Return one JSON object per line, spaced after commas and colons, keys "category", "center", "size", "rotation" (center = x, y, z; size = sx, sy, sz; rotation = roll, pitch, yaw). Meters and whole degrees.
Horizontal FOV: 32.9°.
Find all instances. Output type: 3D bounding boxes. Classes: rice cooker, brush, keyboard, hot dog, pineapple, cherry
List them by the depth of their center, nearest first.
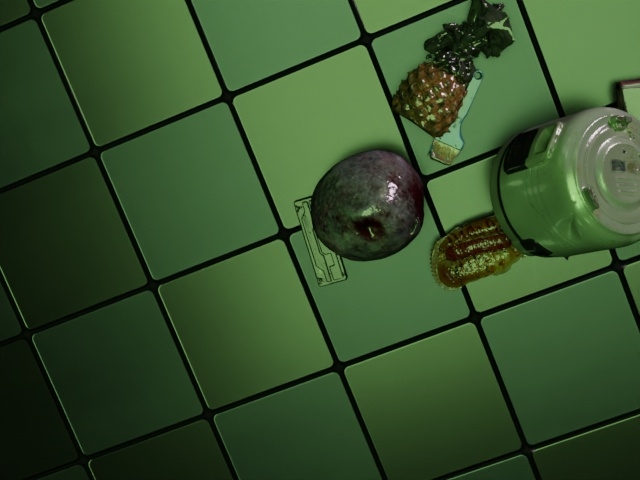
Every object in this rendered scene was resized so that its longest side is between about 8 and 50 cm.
{"category": "rice cooker", "center": [0.386, -0.088, 1.656], "size": [0.226, 0.244, 0.226], "rotation": [4, 81, -24]}
{"category": "pineapple", "center": [0.215, -0.281, 1.717], "size": [0.119, 0.111, 0.237], "rotation": [30, 97, -25]}
{"category": "cherry", "center": [0.074, -0.050, 1.729], "size": [0.195, 0.195, 0.195], "rotation": [1, 100, 6]}
{"category": "brush", "center": [0.227, -0.202, 1.772], "size": [0.051, 0.014, 0.164], "rotation": [22, 101, 1]}
{"category": "hot dog", "center": [0.270, 0.013, 1.785], "size": [0.192, 0.053, 0.099], "rotation": [-24, 100, 11]}
{"category": "keyboard", "center": [0.000, 0.000, 1.834], "size": [0.053, 0.010, 0.155], "rotation": [-15, 98, 8]}

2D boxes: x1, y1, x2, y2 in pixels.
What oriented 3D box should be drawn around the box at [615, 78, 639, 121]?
{"category": "box", "center": [0.584, -0.206, 1.704], "size": [0.224, 0.069, 0.120], "rotation": [-8, 100, 8]}
